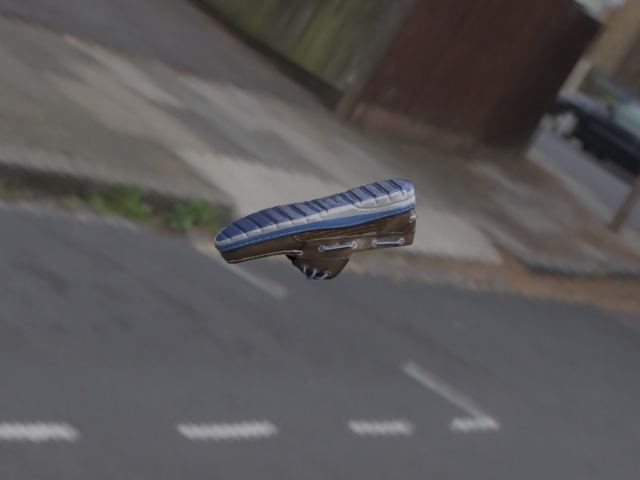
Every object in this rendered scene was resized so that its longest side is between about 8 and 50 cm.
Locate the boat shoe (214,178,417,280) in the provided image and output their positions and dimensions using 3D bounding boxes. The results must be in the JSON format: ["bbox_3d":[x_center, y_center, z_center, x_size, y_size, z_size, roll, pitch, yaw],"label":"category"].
[{"bbox_3d":[0.000,0.000,1.657,0.183,0.066,0.066,-14,16,-8],"label":"boat shoe"}]
